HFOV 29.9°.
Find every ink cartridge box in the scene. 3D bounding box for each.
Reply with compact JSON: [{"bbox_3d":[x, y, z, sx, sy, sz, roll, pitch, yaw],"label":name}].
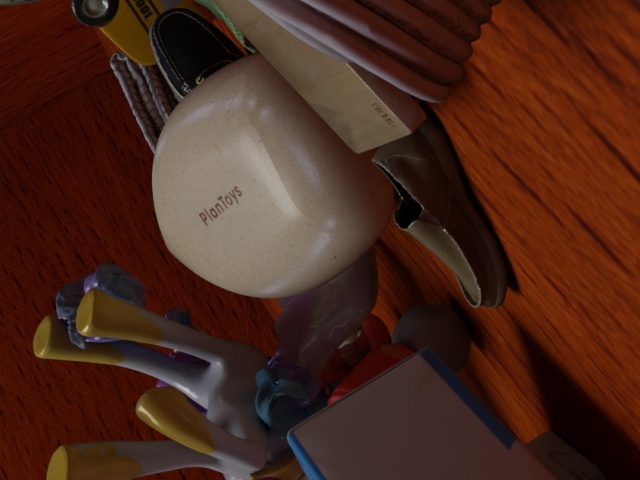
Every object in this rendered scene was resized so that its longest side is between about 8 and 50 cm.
[{"bbox_3d":[0.197,0.227,0.916,0.135,0.056,0.099,62,172,-15],"label":"ink cartridge box"},{"bbox_3d":[0.119,0.265,0.861,0.223,0.129,0.307,45,163,49],"label":"ink cartridge box"}]

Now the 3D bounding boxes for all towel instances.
[{"bbox_3d":[-0.128,-0.116,1.512,0.235,0.121,0.284,56,-177,-47],"label":"towel"}]

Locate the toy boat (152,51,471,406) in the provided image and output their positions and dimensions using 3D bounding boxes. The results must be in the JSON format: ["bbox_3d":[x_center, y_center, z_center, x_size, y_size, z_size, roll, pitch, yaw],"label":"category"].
[{"bbox_3d":[0.000,0.000,0.978,0.267,0.148,0.318,-24,100,52],"label":"toy boat"}]

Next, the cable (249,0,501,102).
[{"bbox_3d":[-0.031,-0.163,0.484,0.257,0.089,0.257,30,-165,-32],"label":"cable"}]

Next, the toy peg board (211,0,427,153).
[{"bbox_3d":[0.010,-0.142,0.730,0.160,0.079,0.161,46,174,-7],"label":"toy peg board"}]

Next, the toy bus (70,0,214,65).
[{"bbox_3d":[-0.251,-0.338,1.263,0.333,0.130,0.108,57,178,-41],"label":"toy bus"}]

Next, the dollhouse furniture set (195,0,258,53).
[{"bbox_3d":[-0.166,-0.273,1.017,0.197,0.151,0.301,54,171,38],"label":"dollhouse furniture set"}]

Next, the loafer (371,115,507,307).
[{"bbox_3d":[0.077,-0.014,0.800,0.148,0.050,0.056,62,173,-15],"label":"loafer"}]

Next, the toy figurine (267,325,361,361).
[{"bbox_3d":[0.000,0.197,1.511,0.148,0.209,0.213,43,-169,-48],"label":"toy figurine"}]

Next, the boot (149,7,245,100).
[{"bbox_3d":[-0.085,-0.155,1.212,0.236,0.085,0.178,53,171,-1],"label":"boot"}]

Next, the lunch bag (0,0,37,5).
[{"bbox_3d":[-0.419,-0.495,1.625,0.305,0.212,0.256,49,151,43],"label":"lunch bag"}]

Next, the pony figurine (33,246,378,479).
[{"bbox_3d":[-0.074,0.142,1.114,0.363,0.303,0.351,20,-156,-28],"label":"pony figurine"}]

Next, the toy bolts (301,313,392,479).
[{"bbox_3d":[0.057,0.223,1.303,0.158,0.218,0.228,51,-162,-40],"label":"toy bolts"}]
